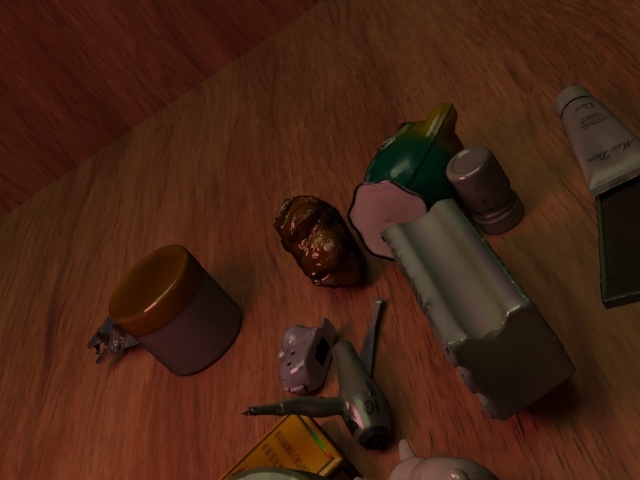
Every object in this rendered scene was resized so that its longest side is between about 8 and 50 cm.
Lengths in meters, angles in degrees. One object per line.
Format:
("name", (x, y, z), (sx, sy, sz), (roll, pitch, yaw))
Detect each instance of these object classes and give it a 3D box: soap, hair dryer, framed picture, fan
("soap", (0.256, 0.096, 1.366), (0.156, 0.261, 0.446), (-35, 30, 7))
("hair dryer", (0.000, 0.260, 1.464), (0.229, 0.267, 0.092), (-85, 14, -56))
("framed picture", (0.600, -0.029, 1.402), (0.231, 0.024, 0.315), (-18, 38, 31))
("fan", (0.099, 0.223, 1.599), (0.057, 0.023, 0.282), (-16, 39, 35))

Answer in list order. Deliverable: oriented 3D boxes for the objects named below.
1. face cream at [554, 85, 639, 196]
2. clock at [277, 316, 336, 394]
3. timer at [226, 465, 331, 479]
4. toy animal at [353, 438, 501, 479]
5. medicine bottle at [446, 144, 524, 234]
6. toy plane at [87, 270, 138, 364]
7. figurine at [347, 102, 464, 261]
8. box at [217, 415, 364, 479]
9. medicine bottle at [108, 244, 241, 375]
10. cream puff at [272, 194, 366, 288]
("face cream", (0.562, -0.206, 1.617), (0.143, 0.089, 0.314), (-25, 39, 12))
("clock", (-0.045, 0.244, 1.662), (0.117, 0.080, 0.176), (-14, 38, 33))
("timer", (-0.099, 0.449, 1.156), (0.290, 0.315, 0.291), (-9, 60, 16))
("toy animal", (0.170, 0.393, 1.220), (0.140, 0.138, 0.282), (-45, 7, -25))
("medicine bottle", (0.335, -0.104, 1.630), (0.105, 0.168, 0.105), (-27, 33, 19))
("toy plane", (-0.542, 0.200, 2.218), (0.222, 0.104, 0.326), (-28, 29, 16))
("figurine", (0.208, -0.125, 1.732), (0.231, 0.324, 0.340), (25, 43, 10))
("box", (-0.091, 0.460, 1.428), (0.301, 0.084, 0.193), (-43, 31, -7))
("medicine bottle", (-0.349, 0.169, 1.931), (0.237, 0.232, 0.238), (-26, 34, 19))
("cream puff", (0.000, 0.000, 1.816), (0.154, 0.241, 0.269), (-35, 2, -4))
